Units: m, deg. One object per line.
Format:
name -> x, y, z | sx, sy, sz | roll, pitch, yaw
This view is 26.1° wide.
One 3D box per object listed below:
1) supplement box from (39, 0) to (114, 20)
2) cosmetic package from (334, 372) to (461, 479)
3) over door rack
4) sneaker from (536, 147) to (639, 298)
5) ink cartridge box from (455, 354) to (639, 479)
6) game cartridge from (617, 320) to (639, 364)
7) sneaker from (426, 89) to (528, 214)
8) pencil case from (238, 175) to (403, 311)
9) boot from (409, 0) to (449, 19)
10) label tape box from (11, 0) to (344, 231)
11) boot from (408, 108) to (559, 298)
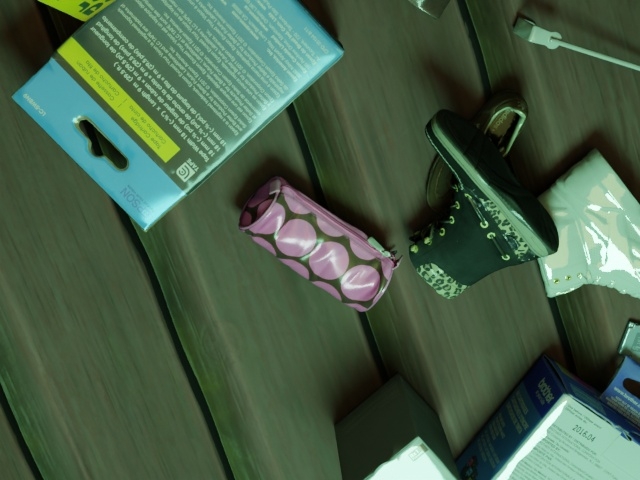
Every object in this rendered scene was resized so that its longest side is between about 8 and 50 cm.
supplement box -> -0.304, -0.451, 1.526 | 0.194, 0.195, 0.356 | -33, 88, 7
cosmetic package -> 0.098, 0.282, 1.812 | 0.127, 0.238, 0.107 | -39, 106, 9
over door rack -> 0.433, -0.311, 1.718 | 0.324, 0.108, 0.239 | 17, 105, -9
sneaker -> 0.383, 0.041, 1.832 | 0.169, 0.108, 0.292 | -37, 96, 9
ink cartridge box -> 0.338, 0.348, 1.895 | 0.270, 0.151, 0.395 | 35, 103, -14
game cartridge -> 0.455, 0.146, 1.911 | 0.083, 0.017, 0.056 | 16, 102, -9
sneaker -> 0.200, -0.111, 1.782 | 0.066, 0.071, 0.188 | 30, 103, -12
pencil case -> 0.000, 0.000, 1.795 | 0.209, 0.095, 0.098 | 32, 138, -15
boot -> 0.119, -0.414, 1.671 | 0.248, 0.090, 0.207 | 39, 99, -18
label tape box -> -0.173, -0.214, 1.706 | 0.334, 0.106, 0.240 | -41, 105, 9
boot -> 0.168, -0.037, 1.756 | 0.178, 0.085, 0.236 | -32, 110, 34
